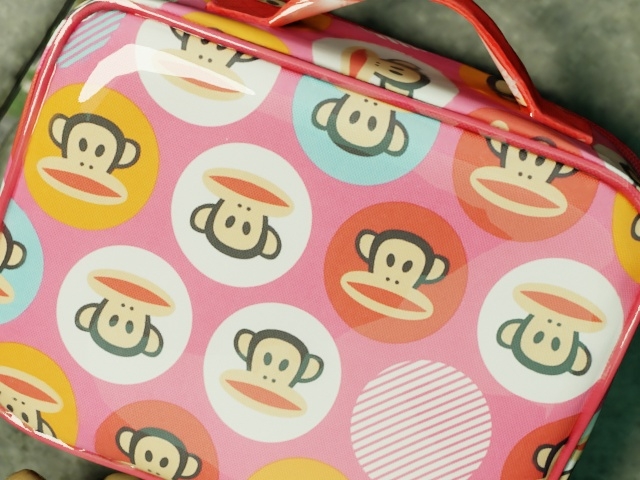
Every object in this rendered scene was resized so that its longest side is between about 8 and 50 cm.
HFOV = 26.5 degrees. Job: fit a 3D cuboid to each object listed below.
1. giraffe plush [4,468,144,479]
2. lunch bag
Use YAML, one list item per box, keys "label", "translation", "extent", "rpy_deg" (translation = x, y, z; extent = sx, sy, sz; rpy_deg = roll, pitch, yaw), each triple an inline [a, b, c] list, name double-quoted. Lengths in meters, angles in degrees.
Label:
- label: "giraffe plush"
  translation: [-0.143, 0.237, 0.730]
  extent: [0.170, 0.181, 0.210]
  rpy_deg: [-33, 135, 29]
- label: "lunch bag"
  translation: [0.000, 0.000, 0.624]
  extent: [0.293, 0.120, 0.258]
  rpy_deg: [22, 111, 2]
